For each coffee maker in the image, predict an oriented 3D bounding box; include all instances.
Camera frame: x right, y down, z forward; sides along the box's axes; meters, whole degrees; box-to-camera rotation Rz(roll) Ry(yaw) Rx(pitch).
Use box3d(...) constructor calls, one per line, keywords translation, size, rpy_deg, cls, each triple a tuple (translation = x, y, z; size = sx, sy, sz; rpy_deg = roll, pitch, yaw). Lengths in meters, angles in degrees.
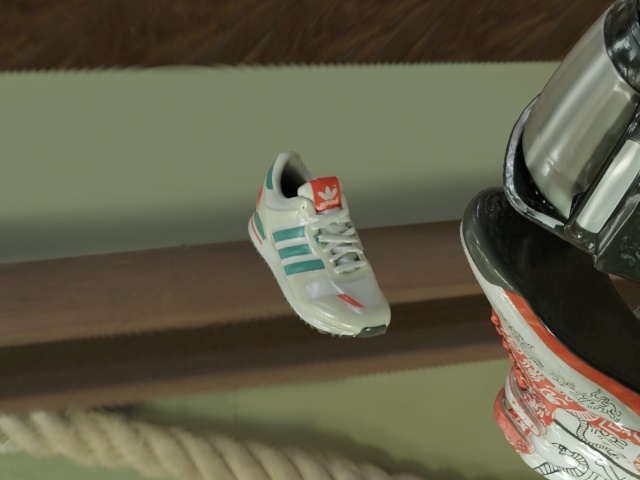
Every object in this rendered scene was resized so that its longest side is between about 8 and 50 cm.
box3d(translation=(0.185, -0.066, 0.742), size=(0.171, 0.178, 0.120), rpy_deg=(11, 52, -13), cls="coffee maker")

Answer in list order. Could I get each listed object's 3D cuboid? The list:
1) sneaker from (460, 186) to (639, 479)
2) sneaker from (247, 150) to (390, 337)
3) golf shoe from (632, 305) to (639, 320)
box3d(translation=(0.154, 0.082, 1.237), size=(0.270, 0.145, 0.090), rpy_deg=(40, 50, -22), cls="sneaker")
box3d(translation=(0.000, 0.000, 1.248), size=(0.057, 0.161, 0.075), rpy_deg=(-7, 128, -28), cls="sneaker")
box3d(translation=(0.314, 0.113, 1.603), size=(0.105, 0.273, 0.120), rpy_deg=(36, 58, 3), cls="golf shoe")
